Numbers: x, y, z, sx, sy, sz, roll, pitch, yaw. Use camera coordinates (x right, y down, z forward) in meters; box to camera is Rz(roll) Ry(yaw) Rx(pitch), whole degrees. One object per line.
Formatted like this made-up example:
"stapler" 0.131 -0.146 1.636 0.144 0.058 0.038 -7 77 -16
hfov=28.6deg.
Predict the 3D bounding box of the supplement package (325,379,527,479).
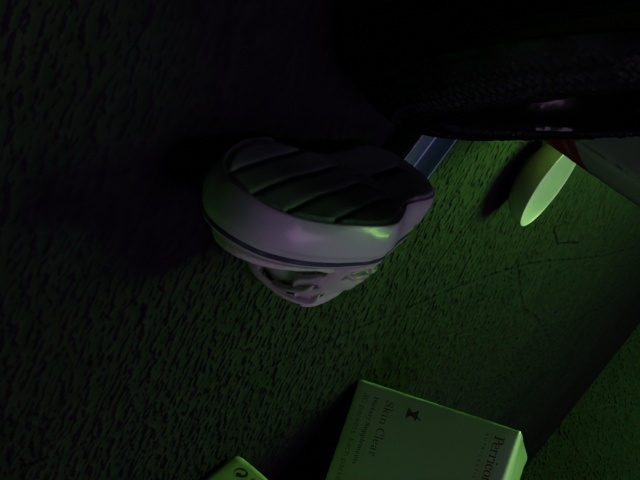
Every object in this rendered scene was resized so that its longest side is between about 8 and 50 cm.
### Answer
"supplement package" 0.074 0.280 1.099 0.204 0.145 0.262 57 50 -71

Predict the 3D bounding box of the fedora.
"fedora" 0.180 -0.138 0.647 0.334 0.334 0.153 -1 88 -67

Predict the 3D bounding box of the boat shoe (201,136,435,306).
"boat shoe" 0.000 0.000 0.636 0.076 0.083 0.226 -59 161 16

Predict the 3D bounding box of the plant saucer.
"plant saucer" 0.077 -0.078 0.781 0.192 0.018 0.067 -54 161 2

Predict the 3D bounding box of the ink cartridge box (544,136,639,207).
"ink cartridge box" 0.312 -0.096 0.851 0.226 0.306 0.131 -53 161 3

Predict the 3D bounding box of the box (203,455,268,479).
"box" -0.120 0.267 0.820 0.275 0.094 0.113 -32 153 -45

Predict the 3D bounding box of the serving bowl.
"serving bowl" 0.184 -0.053 1.062 0.083 0.027 0.083 -44 159 -22
